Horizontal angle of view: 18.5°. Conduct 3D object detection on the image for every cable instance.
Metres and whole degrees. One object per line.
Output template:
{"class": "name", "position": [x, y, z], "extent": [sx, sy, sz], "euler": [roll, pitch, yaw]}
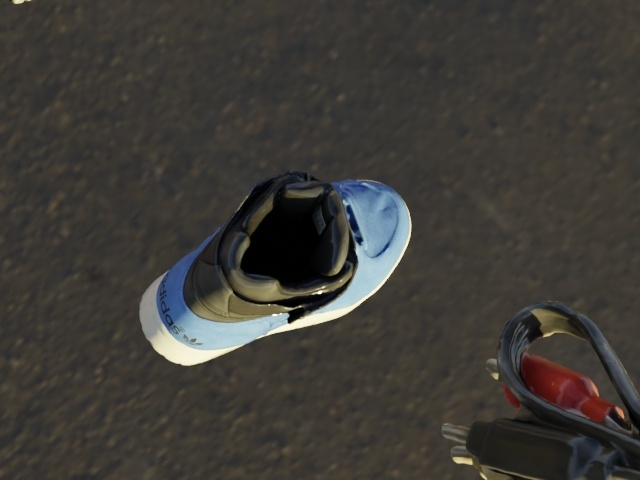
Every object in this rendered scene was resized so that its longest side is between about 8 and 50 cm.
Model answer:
{"class": "cable", "position": [0.176, 0.119, 1.040], "extent": [0.072, 0.287, 0.139], "euler": [31, 77, -47]}

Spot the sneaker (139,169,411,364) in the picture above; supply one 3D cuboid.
{"class": "sneaker", "position": [0.000, 0.001, 0.835], "extent": [0.152, 0.084, 0.058], "euler": [-22, 81, -40]}

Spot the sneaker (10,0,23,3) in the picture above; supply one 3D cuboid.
{"class": "sneaker", "position": [-0.213, -0.184, 0.935], "extent": [0.098, 0.135, 0.276], "euler": [23, 17, 37]}
